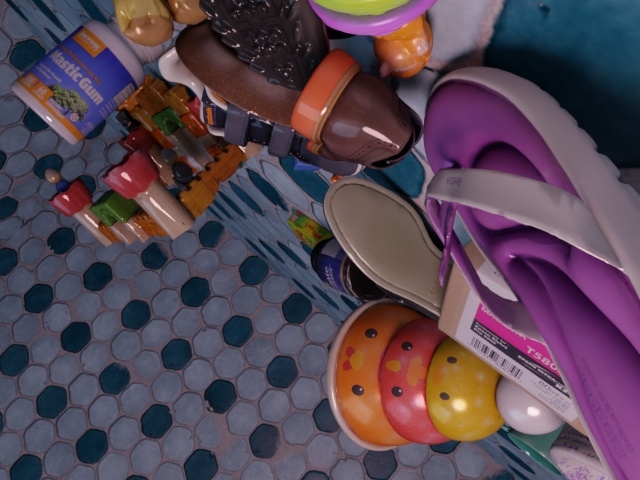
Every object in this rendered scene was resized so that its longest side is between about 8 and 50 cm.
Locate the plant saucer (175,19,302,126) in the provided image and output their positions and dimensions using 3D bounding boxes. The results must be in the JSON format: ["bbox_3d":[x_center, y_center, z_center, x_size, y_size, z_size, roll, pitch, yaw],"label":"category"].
[{"bbox_3d":[-0.064,-0.201,0.567,0.198,0.198,0.036,40,124,9],"label":"plant saucer"}]

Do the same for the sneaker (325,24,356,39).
[{"bbox_3d":[-0.028,-0.253,0.459,0.170,0.051,0.089,38,172,31],"label":"sneaker"}]

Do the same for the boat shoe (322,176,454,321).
[{"bbox_3d":[0.128,0.029,0.771,0.340,0.127,0.113,32,169,-16],"label":"boat shoe"}]

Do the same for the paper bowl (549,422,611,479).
[{"bbox_3d":[0.468,0.315,0.642,0.284,0.148,0.284,41,168,10],"label":"paper bowl"}]

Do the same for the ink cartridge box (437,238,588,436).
[{"bbox_3d":[0.270,0.105,0.601,0.234,0.088,0.193,36,155,28],"label":"ink cartridge box"}]

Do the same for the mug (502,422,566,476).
[{"bbox_3d":[0.484,0.421,1.084,0.157,0.097,0.129,38,168,21],"label":"mug"}]

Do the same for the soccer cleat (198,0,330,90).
[{"bbox_3d":[-0.061,-0.261,0.370,0.108,0.117,0.318,8,147,38],"label":"soccer cleat"}]

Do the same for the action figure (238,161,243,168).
[{"bbox_3d":[-0.233,-0.216,1.232,0.137,0.063,0.232,41,171,-2],"label":"action figure"}]

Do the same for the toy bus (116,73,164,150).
[{"bbox_3d":[-0.421,-0.320,1.317,0.220,0.149,0.211,50,-178,-23],"label":"toy bus"}]

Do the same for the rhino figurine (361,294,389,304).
[{"bbox_3d":[0.135,0.144,1.285,0.106,0.073,0.243,37,169,37],"label":"rhino figurine"}]

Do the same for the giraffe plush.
[{"bbox_3d":[-0.206,-0.330,0.526,0.170,0.181,0.210,38,161,55],"label":"giraffe plush"}]

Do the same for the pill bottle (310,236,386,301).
[{"bbox_3d":[0.062,0.053,1.076,0.123,0.123,0.219,47,167,-21],"label":"pill bottle"}]

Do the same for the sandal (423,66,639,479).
[{"bbox_3d":[0.137,0.008,0.348,0.170,0.102,0.417,84,171,-45],"label":"sandal"}]

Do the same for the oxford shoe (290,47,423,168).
[{"bbox_3d":[0.045,-0.107,0.495,0.098,0.097,0.271,33,-166,3],"label":"oxford shoe"}]

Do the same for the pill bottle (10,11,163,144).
[{"bbox_3d":[-0.451,-0.335,0.983,0.152,0.272,0.152,40,169,10],"label":"pill bottle"}]

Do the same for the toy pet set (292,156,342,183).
[{"bbox_3d":[-0.019,-0.131,0.824,0.122,0.065,0.114,43,168,-6],"label":"toy pet set"}]

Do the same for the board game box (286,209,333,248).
[{"bbox_3d":[0.000,0.000,1.276,0.181,0.043,0.092,34,166,32],"label":"board game box"}]

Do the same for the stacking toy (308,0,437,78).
[{"bbox_3d":[0.033,-0.196,0.306,0.165,0.175,0.302,31,179,22],"label":"stacking toy"}]

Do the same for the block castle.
[{"bbox_3d":[-0.355,-0.163,1.002,0.453,0.303,0.213,-4,132,50],"label":"block castle"}]

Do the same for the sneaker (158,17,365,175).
[{"bbox_3d":[-0.083,-0.178,0.692,0.321,0.127,0.126,39,155,7],"label":"sneaker"}]

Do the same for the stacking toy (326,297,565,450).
[{"bbox_3d":[0.274,0.289,1.021,0.351,0.351,0.479,47,148,-22],"label":"stacking toy"}]
